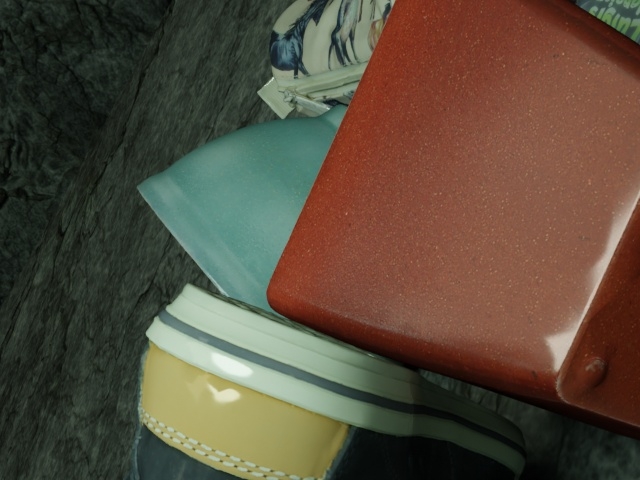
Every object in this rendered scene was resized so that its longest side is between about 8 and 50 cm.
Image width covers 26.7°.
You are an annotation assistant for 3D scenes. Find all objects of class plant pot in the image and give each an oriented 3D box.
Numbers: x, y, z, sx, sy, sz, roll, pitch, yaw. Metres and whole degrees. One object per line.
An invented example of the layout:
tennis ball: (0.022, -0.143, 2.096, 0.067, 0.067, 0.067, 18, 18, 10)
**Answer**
plant pot: (0.171, -0.004, 0.850, 0.236, 0.267, 0.267, 33, 100, 56)
plant pot: (0.000, 0.000, 1.237, 0.196, 0.293, 0.293, -41, 23, -2)

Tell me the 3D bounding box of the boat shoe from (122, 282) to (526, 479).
boat shoe: (0.011, 0.147, 0.860, 0.156, 0.187, 0.500, -70, -19, -5)

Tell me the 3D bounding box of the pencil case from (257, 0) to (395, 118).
pencil case: (0.078, -0.198, 1.307, 0.183, 0.160, 0.410, -53, 15, -11)

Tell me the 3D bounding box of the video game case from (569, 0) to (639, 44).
video game case: (0.245, -0.202, 1.147, 0.173, 0.022, 0.190, -65, 22, 9)
